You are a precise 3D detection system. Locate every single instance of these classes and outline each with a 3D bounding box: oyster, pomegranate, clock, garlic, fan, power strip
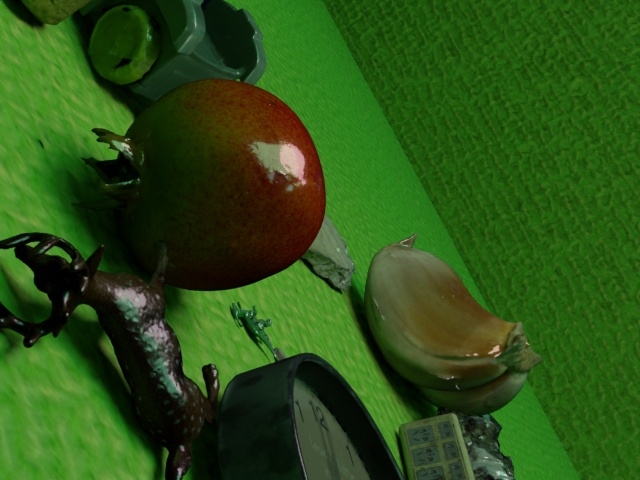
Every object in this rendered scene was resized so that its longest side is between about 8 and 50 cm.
[{"bbox_3d":[0.240,0.363,1.717,0.162,0.158,0.351,20,7,-10],"label":"oyster"},{"bbox_3d":[-0.118,-0.058,1.137,0.256,0.221,0.221,9,44,-36],"label":"pomegranate"},{"bbox_3d":[0.028,0.291,1.102,0.386,0.076,0.386,60,13,-23],"label":"clock"},{"bbox_3d":[0.207,0.156,1.907,0.313,0.249,0.286,30,11,30],"label":"garlic"},{"bbox_3d":[-0.034,0.167,1.399,0.080,0.003,0.060,51,15,-31],"label":"fan"},{"bbox_3d":[0.170,0.337,1.590,0.268,0.092,0.034,-98,175,-61],"label":"power strip"}]

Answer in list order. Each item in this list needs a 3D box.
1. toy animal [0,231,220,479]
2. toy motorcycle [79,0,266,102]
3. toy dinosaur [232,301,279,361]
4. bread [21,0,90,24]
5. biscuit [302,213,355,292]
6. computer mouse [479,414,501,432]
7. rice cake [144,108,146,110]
[{"bbox_3d":[-0.157,0.077,0.944,0.243,0.087,0.260,55,10,-7],"label":"toy animal"},{"bbox_3d":[-0.206,-0.330,1.449,0.191,0.200,0.326,18,41,-60],"label":"toy motorcycle"},{"bbox_3d":[-0.076,0.105,1.344,0.062,0.021,0.083,21,35,-59],"label":"toy dinosaur"},{"bbox_3d":[-0.297,-0.311,1.268,0.129,0.114,0.111,64,6,9],"label":"bread"},{"bbox_3d":[0.000,0.000,1.856,0.188,0.040,0.265,55,12,-5],"label":"biscuit"},{"bbox_3d":[0.277,0.331,2.092,0.113,0.068,0.229,47,0,9],"label":"computer mouse"},{"bbox_3d":[-0.157,-0.080,1.437,0.211,0.034,0.043,54,10,-20],"label":"rice cake"}]
